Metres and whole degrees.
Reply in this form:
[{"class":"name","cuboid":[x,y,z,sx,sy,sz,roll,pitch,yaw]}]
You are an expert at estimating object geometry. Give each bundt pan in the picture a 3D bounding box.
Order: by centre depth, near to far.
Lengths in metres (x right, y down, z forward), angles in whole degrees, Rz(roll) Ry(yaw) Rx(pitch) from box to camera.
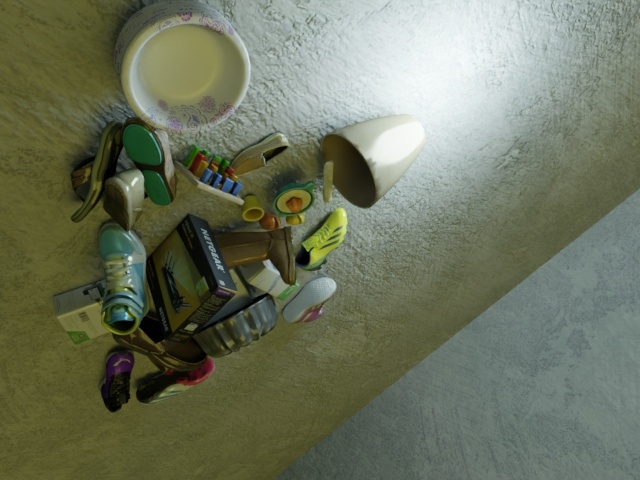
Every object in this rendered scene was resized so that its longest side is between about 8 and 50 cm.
[{"class":"bundt pan","cuboid":[-0.291,0.311,1.871,0.331,0.124,0.331,-28,-178,1]}]

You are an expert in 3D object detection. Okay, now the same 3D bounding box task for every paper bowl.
[{"class":"paper bowl","cuboid":[-0.313,-0.397,1.172,0.284,0.148,0.284,-19,142,-16]}]

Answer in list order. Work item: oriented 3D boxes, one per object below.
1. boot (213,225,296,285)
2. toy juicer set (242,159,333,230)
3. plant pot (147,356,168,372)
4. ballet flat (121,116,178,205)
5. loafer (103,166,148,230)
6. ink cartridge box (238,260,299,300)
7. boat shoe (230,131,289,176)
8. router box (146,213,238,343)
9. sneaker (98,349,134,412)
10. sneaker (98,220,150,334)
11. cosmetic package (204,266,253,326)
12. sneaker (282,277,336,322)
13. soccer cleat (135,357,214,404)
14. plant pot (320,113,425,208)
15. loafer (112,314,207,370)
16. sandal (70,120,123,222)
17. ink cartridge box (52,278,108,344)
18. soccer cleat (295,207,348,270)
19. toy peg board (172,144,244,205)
[{"class":"boot","cuboid":[-0.214,0.060,1.633,0.270,0.236,0.089,-7,135,-3]},{"class":"toy juicer set","cuboid":[-0.072,-0.110,1.673,0.329,0.089,0.209,-23,146,8]},{"class":"plant pot","cuboid":[-0.583,0.406,1.934,0.095,0.134,0.134,-42,152,-33]},{"class":"ballet flat","cuboid":[-0.426,-0.220,1.329,0.108,0.106,0.316,12,146,1]},{"class":"loafer","cuboid":[-0.502,-0.105,1.365,0.092,0.102,0.268,-46,-176,-28]},{"class":"ink cartridge box","cuboid":[-0.190,0.102,1.822,0.093,0.154,0.212,-43,141,11]},{"class":"boat shoe","cuboid":[-0.176,-0.240,1.510,0.190,0.072,0.068,-36,143,6]},{"class":"router box","cuboid":[-0.398,0.111,1.557,0.243,0.308,0.081,-44,141,15]},{"class":"sneaker","cuboid":[-0.743,0.532,1.932,0.102,0.146,0.293,-1,134,-34]},{"class":"sneaker","cuboid":[-0.559,0.118,1.464,0.127,0.208,0.318,-10,111,-5]},{"class":"cosmetic package","cuboid":[-0.380,0.160,1.772,0.224,0.138,0.224,-28,144,-5]},{"class":"sneaker","cuboid":[-0.015,0.251,2.174,0.282,0.102,0.161,-38,148,26]},{"class":"soccer cleat","cuboid":[-0.588,0.571,2.135,0.331,0.116,0.143,-23,158,-8]},{"class":"plant pot","cuboid":[0.186,-0.274,1.611,0.274,0.256,0.256,-33,146,-21]},{"class":"loafer","cuboid":[-0.534,0.353,1.819,0.130,0.133,0.366,-35,133,30]},{"class":"sandal","cuboid":[-0.567,-0.177,1.299,0.086,0.120,0.302,25,118,-13]},{"class":"ink cartridge box","cuboid":[-0.698,0.215,1.646,0.219,0.092,0.160,-20,140,-16]},{"class":"soccer cleat","cuboid":[0.000,0.001,1.896,0.121,0.093,0.289,10,127,-33]},{"class":"toy peg board","cuboid":[-0.293,-0.186,1.431,0.161,0.161,0.079,21,104,-47]}]
